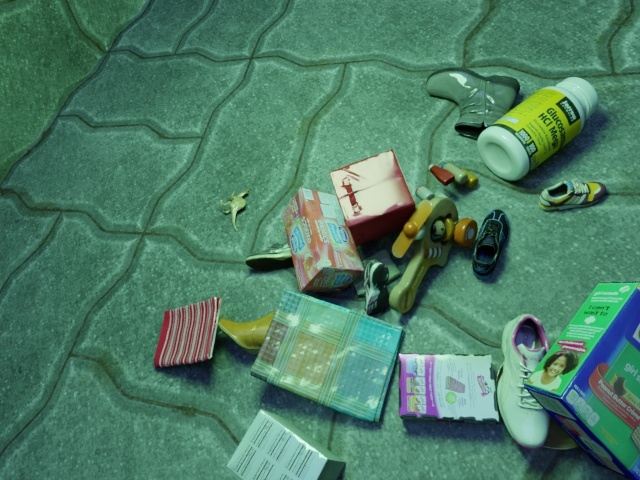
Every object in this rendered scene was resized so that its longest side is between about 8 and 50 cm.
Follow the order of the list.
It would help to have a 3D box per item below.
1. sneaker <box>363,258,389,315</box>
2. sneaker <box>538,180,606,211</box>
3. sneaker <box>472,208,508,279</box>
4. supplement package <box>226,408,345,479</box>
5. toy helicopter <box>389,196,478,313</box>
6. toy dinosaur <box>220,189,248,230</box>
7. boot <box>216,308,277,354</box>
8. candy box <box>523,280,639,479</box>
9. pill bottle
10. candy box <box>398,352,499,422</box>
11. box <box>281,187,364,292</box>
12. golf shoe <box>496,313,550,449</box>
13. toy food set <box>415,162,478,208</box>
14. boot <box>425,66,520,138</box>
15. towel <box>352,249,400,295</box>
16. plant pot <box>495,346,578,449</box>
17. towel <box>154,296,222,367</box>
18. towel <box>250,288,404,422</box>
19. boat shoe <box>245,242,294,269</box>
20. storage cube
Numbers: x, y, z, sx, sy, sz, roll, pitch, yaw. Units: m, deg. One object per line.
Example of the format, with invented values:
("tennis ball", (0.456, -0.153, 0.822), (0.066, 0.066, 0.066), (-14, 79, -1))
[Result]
("sneaker", (0.157, 0.131, 1.214), (0.071, 0.178, 0.077), (-4, 28, -21))
("sneaker", (0.740, -0.140, 1.216), (0.185, 0.084, 0.070), (-16, 58, 8))
("sneaker", (0.497, -0.004, 1.211), (0.081, 0.090, 0.232), (13, 66, 23))
("supplement package", (-0.077, 0.545, 1.017), (0.203, 0.194, 0.149), (23, 70, 28))
("toy helicopter", (0.286, 0.036, 1.180), (0.140, 0.235, 0.355), (21, 80, 46))
("toy dinosaur", (-0.325, -0.128, 1.560), (0.092, 0.053, 0.183), (5, 63, 18))
("boot", (-0.155, 0.254, 1.274), (0.295, 0.104, 0.211), (27, 67, 23))
("candy box", (0.642, 0.290, 0.897), (0.268, 0.122, 0.317), (45, 75, -7))
("pill bottle", (0.676, -0.351, 1.294), (0.334, 0.188, 0.188), (-37, 58, -5))
("candy box", (0.319, 0.375, 1.064), (0.233, 0.071, 0.159), (-3, 60, 16))
("box", (0.000, 0.000, 1.301), (0.142, 0.154, 0.300), (-49, 46, 41))
("golf shoe", (0.477, 0.316, 0.972), (0.115, 0.140, 0.306), (0, 63, 16))
("toy food set", (0.378, -0.176, 1.339), (0.232, 0.111, 0.104), (-34, 45, -3))
("boot", (0.507, -0.480, 1.470), (0.338, 0.118, 0.223), (16, 72, 29))
("towel", (0.163, 0.099, 1.295), (0.148, 0.027, 0.110), (-28, 58, 0))
("plant pot", (0.552, 0.377, 1.014), (0.236, 0.032, 0.236), (-8, 59, 13))
("towel", (-0.421, 0.290, 1.311), (0.274, 0.031, 0.199), (-18, 55, 34))
("towel", (0.023, 0.310, 1.158), (0.370, 0.040, 0.272), (18, 67, 9))
("boat shoe", (-0.138, 0.045, 1.393), (0.223, 0.080, 0.073), (-8, 54, 7))
("storage cube", (0.156, -0.119, 1.220), (0.193, 0.215, 0.184), (-20, 70, 5))
